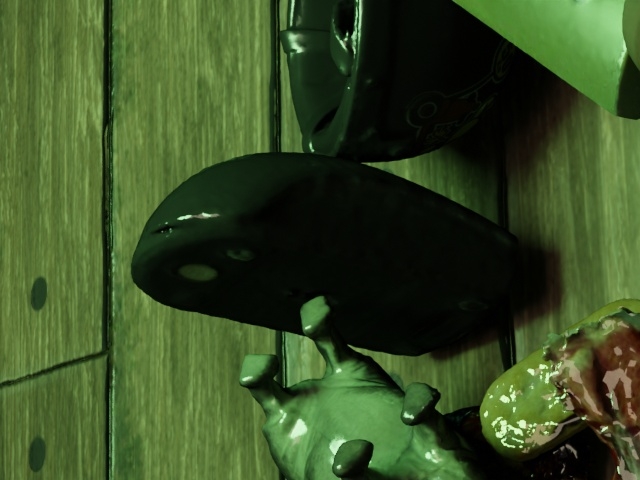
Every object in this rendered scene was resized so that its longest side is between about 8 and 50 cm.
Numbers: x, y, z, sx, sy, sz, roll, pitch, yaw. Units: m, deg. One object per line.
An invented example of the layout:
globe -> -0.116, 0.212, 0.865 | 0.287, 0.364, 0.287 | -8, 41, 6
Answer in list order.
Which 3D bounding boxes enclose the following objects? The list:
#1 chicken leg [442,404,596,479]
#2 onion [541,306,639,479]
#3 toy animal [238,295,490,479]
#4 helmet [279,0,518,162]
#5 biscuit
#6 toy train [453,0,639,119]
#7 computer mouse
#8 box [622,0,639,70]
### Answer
chicken leg -> 0.106, 0.176, 1.401 | 0.253, 0.051, 0.106 | -41, 56, 46
onion -> 0.265, 0.168, 1.014 | 0.267, 0.159, 0.349 | -41, 70, 3
toy animal -> 0.073, 0.179, 1.284 | 0.106, 0.168, 0.343 | -39, 51, -11
helmet -> 0.066, -0.184, 1.435 | 0.230, 0.160, 0.279 | 115, 157, -62
biscuit -> 0.170, 0.093, 1.308 | 0.147, 0.018, 0.071 | -36, 48, 13
toy train -> 0.193, -0.170, 1.225 | 0.299, 0.202, 0.131 | 44, 117, 49
computer mouse -> 0.000, 0.000, 1.396 | 0.170, 0.269, 0.100 | -35, 45, 57
box -> 0.327, -0.095, 0.955 | 0.301, 0.301, 0.216 | -53, 49, 33
